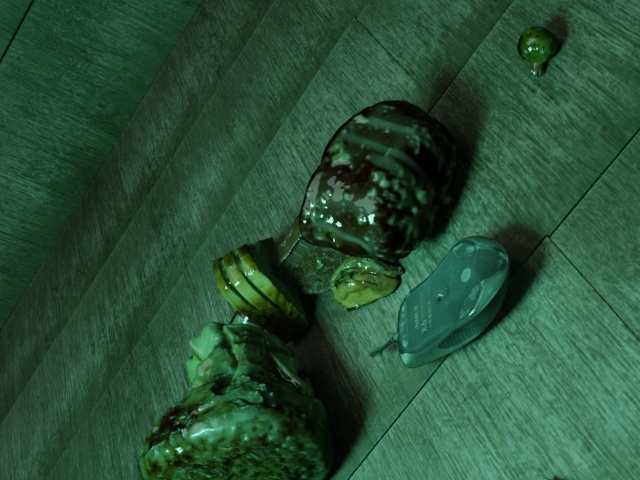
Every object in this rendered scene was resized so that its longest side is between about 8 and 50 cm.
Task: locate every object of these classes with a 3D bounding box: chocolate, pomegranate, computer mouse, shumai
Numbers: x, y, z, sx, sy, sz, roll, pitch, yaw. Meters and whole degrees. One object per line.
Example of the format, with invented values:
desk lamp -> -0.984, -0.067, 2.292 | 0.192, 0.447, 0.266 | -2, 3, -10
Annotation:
chocolate -> 0.000, 0.000, 1.993 | 0.214, 0.148, 0.093 | -52, 29, 17
pomegranate -> 0.390, -0.346, 1.718 | 0.084, 0.073, 0.073 | -68, 28, 28
chocolate -> 0.136, -0.104, 1.782 | 0.210, 0.225, 0.340 | 16, 64, 41
computer mouse -> 0.213, 0.130, 1.653 | 0.379, 0.090, 0.167 | -41, 34, 44
shumai -> -0.163, 0.323, 1.828 | 0.395, 0.395, 0.348 | -40, 42, 35

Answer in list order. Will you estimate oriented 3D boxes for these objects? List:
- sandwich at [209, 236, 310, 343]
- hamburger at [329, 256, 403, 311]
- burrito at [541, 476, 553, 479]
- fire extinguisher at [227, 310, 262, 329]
sandwich -> -0.140, 0.061, 2.045 | 0.099, 0.254, 0.288 | -35, 43, 11
hamburger -> 0.073, 0.068, 1.882 | 0.176, 0.102, 0.087 | -25, 38, 47
burrito -> 0.341, 0.385, 1.338 | 0.118, 0.044, 0.074 | 22, 92, 54
fire extinguisher -> -0.181, 0.192, 2.196 | 0.252, 0.075, 0.106 | -61, 32, 9
